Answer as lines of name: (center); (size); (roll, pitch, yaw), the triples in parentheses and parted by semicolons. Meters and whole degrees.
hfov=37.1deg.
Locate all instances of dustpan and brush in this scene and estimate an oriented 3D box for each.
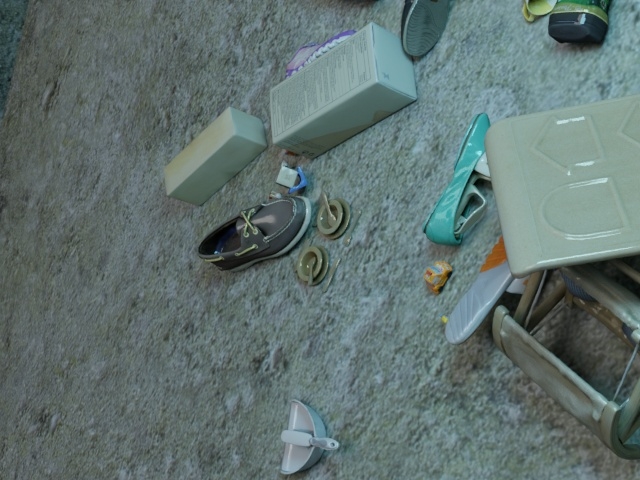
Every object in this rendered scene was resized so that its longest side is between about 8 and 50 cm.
dustpan and brush: (-0.020, 0.386, 1.845); (0.211, 0.060, 0.147); (-3, 74, 48)

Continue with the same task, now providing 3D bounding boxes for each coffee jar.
coffee jar: (0.447, -0.421, 1.600); (0.096, 0.079, 0.184); (12, 85, 47)

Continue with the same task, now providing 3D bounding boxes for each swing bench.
swing bench: (0.402, 0.139, 1.386); (0.253, 0.165, 0.254); (43, 108, 45)

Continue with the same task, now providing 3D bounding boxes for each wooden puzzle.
wooden puzzle: (0.423, -0.083, 1.352); (0.348, 0.080, 0.322); (-13, 42, 12)

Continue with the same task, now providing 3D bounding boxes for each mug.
mug: (0.380, -0.439, 1.698); (0.078, 0.062, 0.064); (-41, 41, 23)

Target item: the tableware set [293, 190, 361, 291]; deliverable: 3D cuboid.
tableware set: (0.000, 0.000, 1.976); (0.128, 0.039, 0.194); (31, 100, 49)

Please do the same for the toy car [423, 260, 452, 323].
toy car: (0.220, 0.090, 1.699); (0.060, 0.040, 0.122); (-48, 46, 26)

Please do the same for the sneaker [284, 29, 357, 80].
sneaker: (-0.002, -0.398, 2.086); (0.236, 0.095, 0.104); (-32, 47, 38)

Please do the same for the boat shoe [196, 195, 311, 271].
boat shoe: (-0.149, -0.018, 2.093); (0.324, 0.097, 0.116); (-27, 57, 44)

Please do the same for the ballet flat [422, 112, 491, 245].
ballet flat: (0.270, -0.101, 1.697); (0.087, 0.083, 0.247); (27, 98, 25)

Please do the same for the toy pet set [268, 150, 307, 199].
toy pet set: (-0.061, -0.140, 2.097); (0.114, 0.065, 0.122); (180, 110, -84)

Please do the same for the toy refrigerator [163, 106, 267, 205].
toy refrigerator: (-0.255, -0.200, 2.284); (0.269, 0.102, 0.094); (-37, 52, 35)

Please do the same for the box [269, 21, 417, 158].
box: (0.041, -0.303, 1.976); (0.311, 0.121, 0.148); (-24, 60, 41)

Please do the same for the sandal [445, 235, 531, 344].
sandal: (0.308, 0.074, 1.580); (0.265, 0.076, 0.102); (-53, 21, 4)

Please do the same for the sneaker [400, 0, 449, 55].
sneaker: (0.201, -0.480, 1.912); (0.118, 0.083, 0.222); (-147, 70, -67)
